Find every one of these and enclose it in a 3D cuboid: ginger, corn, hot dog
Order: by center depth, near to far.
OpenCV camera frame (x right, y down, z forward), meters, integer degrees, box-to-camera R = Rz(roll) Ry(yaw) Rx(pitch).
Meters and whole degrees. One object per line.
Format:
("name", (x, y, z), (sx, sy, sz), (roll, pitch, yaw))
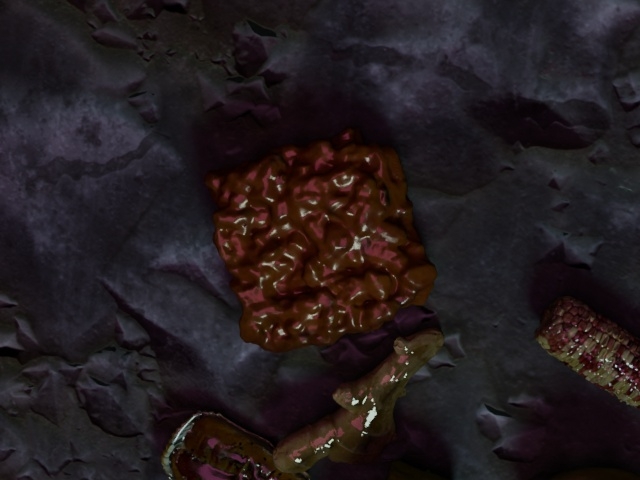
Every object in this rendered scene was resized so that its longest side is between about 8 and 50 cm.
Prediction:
("corn", (0.452, 0.185, 1.592), (0.289, 0.098, 0.098), (32, 102, 2))
("ginger", (0.071, 0.261, 1.675), (0.148, 0.081, 0.334), (36, 103, -12))
("hot dog", (-0.131, 0.390, 1.742), (0.270, 0.082, 0.163), (35, 101, 6))

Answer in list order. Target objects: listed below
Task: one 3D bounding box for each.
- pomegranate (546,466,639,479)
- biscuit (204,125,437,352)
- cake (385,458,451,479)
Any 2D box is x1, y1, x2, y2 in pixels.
("pomegranate", (0.415, 0.440, 1.571), (0.233, 0.233, 0.233), (2, 98, 11))
("biscuit", (0.000, 0.000, 1.649), (0.318, 0.110, 0.312), (-16, 93, 13))
("cake", (0.125, 0.476, 1.652), (0.156, 0.179, 0.261), (23, 104, 8))
